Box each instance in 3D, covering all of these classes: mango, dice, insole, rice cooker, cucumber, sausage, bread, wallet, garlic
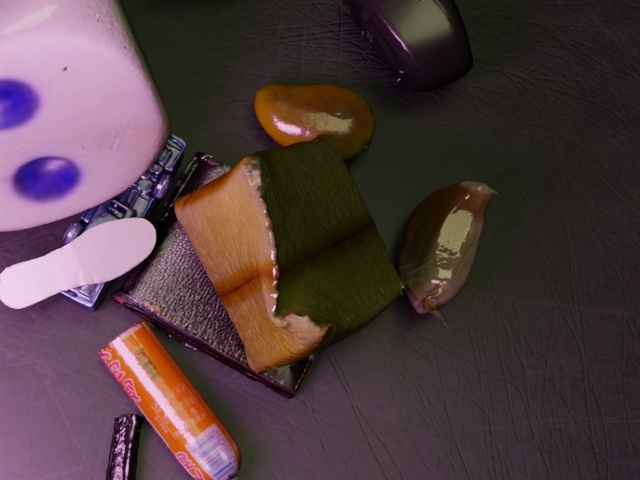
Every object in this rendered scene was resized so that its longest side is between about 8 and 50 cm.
[{"bbox_3d":[-0.009,-0.158,1.646,0.161,0.076,0.103,16,77,-3],"label":"mango"},{"bbox_3d":[-0.360,-0.202,1.429,0.304,0.304,0.277,-23,56,-3],"label":"dice"},{"bbox_3d":[-0.285,0.028,1.492,0.197,0.004,0.065,-24,94,-5],"label":"insole"},{"bbox_3d":[0.117,-0.290,1.673,0.118,0.142,0.203,-33,80,-5],"label":"rice cooker"},{"bbox_3d":[-0.234,0.287,1.506,0.039,0.043,0.163,22,70,-49],"label":"cucumber"},{"bbox_3d":[-0.169,0.207,1.520,0.071,0.071,0.234,-36,84,-17],"label":"sausage"},{"bbox_3d":[0.000,0.000,1.402,0.245,0.362,0.233,-26,91,-16],"label":"bread"},{"bbox_3d":[-0.096,0.042,1.583,0.262,0.071,0.221,31,71,-8],"label":"wallet"},{"bbox_3d":[0.152,0.023,1.598,0.090,0.128,0.198,30,68,-18],"label":"garlic"}]

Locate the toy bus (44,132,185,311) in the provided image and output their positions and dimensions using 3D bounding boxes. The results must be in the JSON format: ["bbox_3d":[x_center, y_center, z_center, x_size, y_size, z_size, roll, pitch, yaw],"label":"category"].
[{"bbox_3d":[-0.251,-0.030,1.557,0.079,0.094,0.236,30,74,-6],"label":"toy bus"}]
